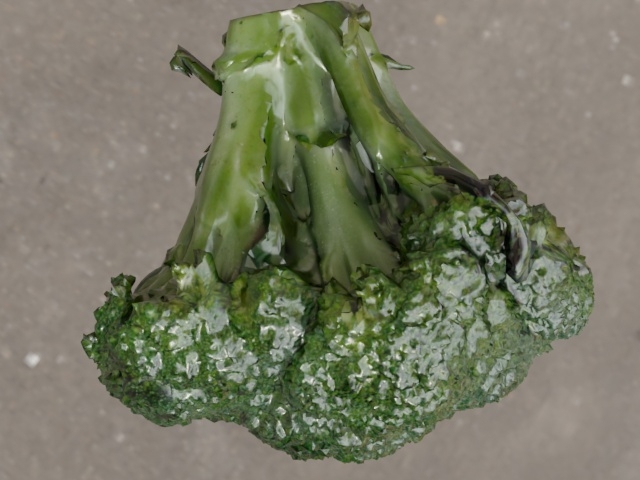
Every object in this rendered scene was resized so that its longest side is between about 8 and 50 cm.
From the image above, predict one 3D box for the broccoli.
[{"bbox_3d":[0.000,0.000,0.988,0.303,0.321,0.283,-11,95,-6],"label":"broccoli"}]
